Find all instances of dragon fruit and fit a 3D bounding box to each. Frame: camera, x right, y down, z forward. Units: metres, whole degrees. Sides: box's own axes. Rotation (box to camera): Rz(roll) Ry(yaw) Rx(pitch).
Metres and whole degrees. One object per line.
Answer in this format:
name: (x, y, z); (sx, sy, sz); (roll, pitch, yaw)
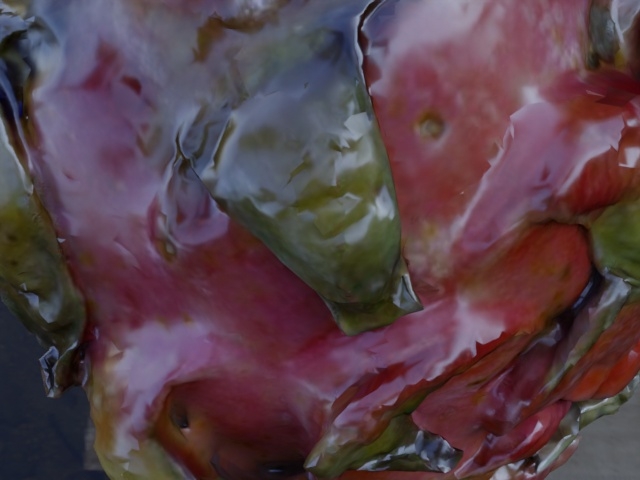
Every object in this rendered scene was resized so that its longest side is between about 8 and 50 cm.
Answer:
dragon fruit: (0.000, 0.000, 0.442); (0.296, 0.314, 0.263); (-15, 94, -1)
